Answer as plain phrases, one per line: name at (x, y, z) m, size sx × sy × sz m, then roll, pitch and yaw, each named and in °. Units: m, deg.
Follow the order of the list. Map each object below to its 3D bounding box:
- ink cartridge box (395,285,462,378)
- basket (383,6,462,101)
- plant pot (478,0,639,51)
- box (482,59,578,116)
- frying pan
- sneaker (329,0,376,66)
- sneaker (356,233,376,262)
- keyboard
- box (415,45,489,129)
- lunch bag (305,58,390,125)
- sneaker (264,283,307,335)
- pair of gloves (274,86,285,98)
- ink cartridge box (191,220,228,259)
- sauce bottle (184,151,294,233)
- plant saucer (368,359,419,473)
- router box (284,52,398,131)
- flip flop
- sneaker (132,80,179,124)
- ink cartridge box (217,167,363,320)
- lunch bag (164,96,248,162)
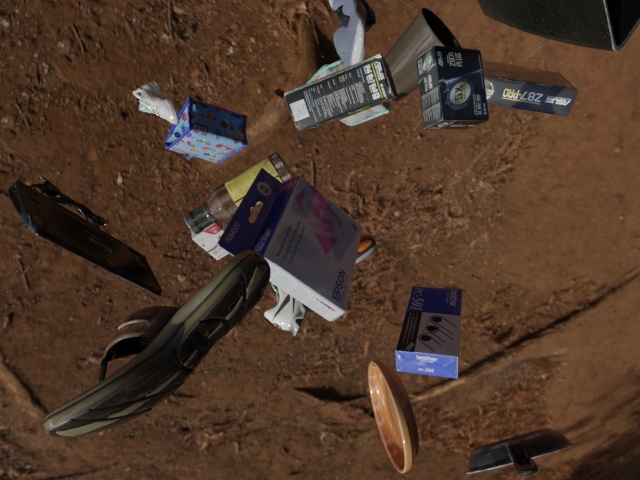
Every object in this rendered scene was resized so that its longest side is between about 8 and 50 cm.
ink cartridge box at (0.199, 0.153, 0.762) m, size 0.097 × 0.207 × 0.046 m, roll 2°, pitch 114°, yaw 19°
basket at (0.284, -0.547, 1.302) m, size 0.204 × 0.154 × 0.226 m, roll 25°, pitch 139°, yaw -33°
plant pot at (0.244, -0.326, 0.429) m, size 0.187 × 0.167 × 0.188 m, roll 39°, pitch 85°, yaw -38°
box at (0.683, -0.542, 1.491) m, size 0.317 × 0.395 × 0.097 m, roll 16°, pitch 123°, yaw 11°
frying pan at (0.317, 0.374, 0.741) m, size 0.197 × 0.053 × 0.326 m, roll -35°, pitch 144°, yaw 30°
sneaker at (0.112, -0.640, 1.293) m, size 0.101 × 0.269 × 0.153 m, roll -14°, pitch 173°, yaw 35°
sneaker at (0.000, 0.000, 1.283) m, size 0.320 × 0.125 × 0.180 m, roll -18°, pitch 106°, yaw -1°
keyboard at (-0.425, -0.009, 0.788) m, size 0.033 × 0.201 × 0.317 m, roll -39°, pitch 149°, yaw -3°
box at (0.327, -0.374, 1.062) m, size 0.147 × 0.077 × 0.180 m, roll -6°, pitch 89°, yaw -23°
lunch bag at (0.097, -0.537, 1.562) m, size 0.223 × 0.262 × 0.160 m, roll 21°, pitch 74°, yaw -40°
sneaker at (-0.079, 0.137, 1.424) m, size 0.122 × 0.146 × 0.331 m, roll 111°, pitch 4°, yaw -59°
pair of gloves at (-0.101, -0.451, 1.322) m, size 0.083 × 0.074 × 0.010 m, roll 6°, pitch 131°, yaw -19°
ink cartridge box at (-0.343, -0.009, 1.411) m, size 0.099 × 0.056 × 0.135 m, roll -30°, pitch 136°, yaw 9°
sauce bottle at (-0.249, -0.138, 1.291) m, size 0.344 × 0.111 × 0.111 m, roll -30°, pitch 135°, yaw -1°
plant saucer at (0.137, 0.323, 0.805) m, size 0.037 × 0.200 × 0.200 m, roll -10°, pitch 131°, yaw -9°
router box at (0.026, -0.143, 0.423) m, size 0.092 × 0.122 × 0.038 m, roll -17°, pitch 104°, yaw 17°
flip flop at (-0.174, 0.103, 0.479) m, size 0.277 × 0.080 × 0.112 m, roll -45°, pitch 160°, yaw -17°
sneaker at (-0.527, -0.427, 1.367) m, size 0.094 × 0.212 × 0.080 m, roll -28°, pitch 147°, yaw -26°
ink cartridge box at (-0.050, -0.015, 1.071) m, size 0.330 × 0.324 × 0.071 m, roll 37°, pitch 130°, yaw -18°
lunch bag at (-0.437, -0.372, 1.602) m, size 0.220 × 0.138 × 0.293 m, roll 9°, pitch 157°, yaw -36°
